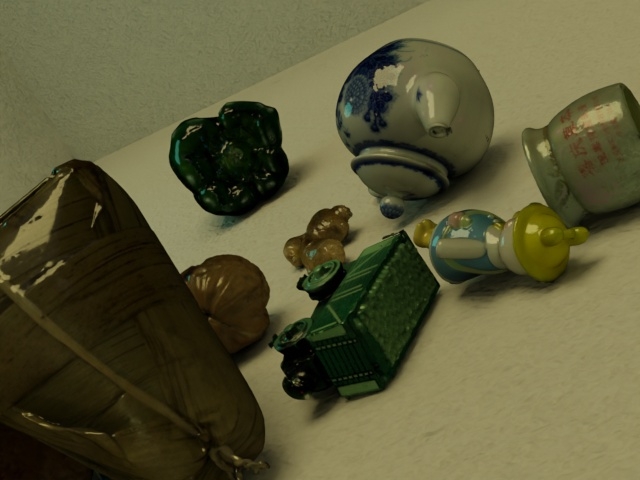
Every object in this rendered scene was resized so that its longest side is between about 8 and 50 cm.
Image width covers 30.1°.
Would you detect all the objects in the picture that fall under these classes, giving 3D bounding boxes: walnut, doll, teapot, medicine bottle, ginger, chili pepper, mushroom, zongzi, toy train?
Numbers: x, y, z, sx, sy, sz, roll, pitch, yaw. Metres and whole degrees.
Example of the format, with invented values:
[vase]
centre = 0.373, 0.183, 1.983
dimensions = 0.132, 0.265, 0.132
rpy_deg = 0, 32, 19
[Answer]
[walnut]
centre = -0.147, 0.097, 1.765
dimensions = 0.155, 0.155, 0.184
rpy_deg = -28, 6, 12
[doll]
centre = 0.218, 0.005, 1.442
dimensions = 0.241, 0.135, 0.098
rpy_deg = -7, 53, 53
[teapot]
centre = 0.142, -0.166, 1.891
dimensions = 0.424, 0.252, 0.279
rpy_deg = 137, 149, -74
[medicine bottle]
centre = 0.336, -0.102, 1.457
dimensions = 0.143, 0.147, 0.147
rpy_deg = -26, 17, 23
[ginger]
centre = 0.008, -0.004, 1.925
dimensions = 0.133, 0.059, 0.214
rpy_deg = -39, 15, -9
[chili pepper]
centre = -0.192, -0.176, 2.532
dimensions = 0.249, 0.233, 0.256
rpy_deg = -16, 9, -1
[mushroom]
centre = -0.419, 0.288, 1.555
dimensions = 0.195, 0.263, 0.283
rpy_deg = 8, -13, -26
[zongzi]
centre = -0.321, 0.223, 1.388
dimensions = 0.467, 0.500, 0.218
rpy_deg = -36, -21, 2
[toy train]
centre = 0.036, 0.094, 1.483
dimensions = 0.154, 0.115, 0.269
rpy_deg = -24, 17, 33

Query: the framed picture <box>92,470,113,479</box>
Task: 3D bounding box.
[framed picture]
centre = -0.252, 0.273, 1.658
dimensions = 0.184, 0.016, 0.250
rpy_deg = -36, 17, -12
